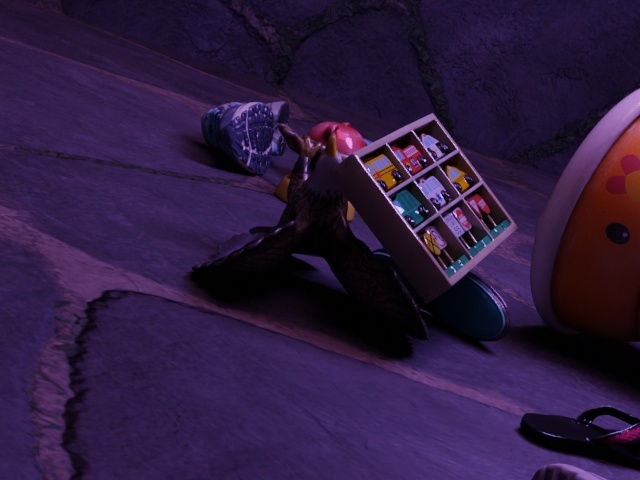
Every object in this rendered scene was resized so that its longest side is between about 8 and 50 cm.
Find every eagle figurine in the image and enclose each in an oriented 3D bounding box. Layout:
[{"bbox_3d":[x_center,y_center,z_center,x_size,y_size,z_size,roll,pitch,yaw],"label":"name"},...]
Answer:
[{"bbox_3d":[-0.002,-0.008,1.540,0.226,0.225,0.298,-17,37,19],"label":"eagle figurine"}]

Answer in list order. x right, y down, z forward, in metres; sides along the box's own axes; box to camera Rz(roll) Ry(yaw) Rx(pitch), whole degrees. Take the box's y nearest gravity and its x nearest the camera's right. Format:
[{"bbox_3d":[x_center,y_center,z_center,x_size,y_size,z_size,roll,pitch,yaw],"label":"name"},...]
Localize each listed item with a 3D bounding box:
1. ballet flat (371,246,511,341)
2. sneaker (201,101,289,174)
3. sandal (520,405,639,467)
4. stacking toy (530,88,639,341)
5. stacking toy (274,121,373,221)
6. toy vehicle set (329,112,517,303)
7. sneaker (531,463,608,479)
[{"bbox_3d":[0.145,0.059,1.654,0.203,0.074,0.074,24,12,31],"label":"ballet flat"},{"bbox_3d":[-0.132,-0.162,2.207,0.122,0.110,0.283,4,6,10],"label":"sneaker"},{"bbox_3d":[0.273,0.181,1.358,0.179,0.040,0.067,14,13,-28],"label":"sandal"},{"bbox_3d":[0.523,0.048,1.679,0.480,0.350,0.351,31,16,32],"label":"stacking toy"},{"bbox_3d":[0.093,-0.097,2.141,0.280,0.130,0.309,20,12,1],"label":"stacking toy"},{"bbox_3d":[0.117,-0.041,1.526,0.166,0.035,0.267,53,26,2],"label":"toy vehicle set"},{"bbox_3d":[0.255,0.226,0.953,0.115,0.105,0.281,13,13,-29],"label":"sneaker"}]
